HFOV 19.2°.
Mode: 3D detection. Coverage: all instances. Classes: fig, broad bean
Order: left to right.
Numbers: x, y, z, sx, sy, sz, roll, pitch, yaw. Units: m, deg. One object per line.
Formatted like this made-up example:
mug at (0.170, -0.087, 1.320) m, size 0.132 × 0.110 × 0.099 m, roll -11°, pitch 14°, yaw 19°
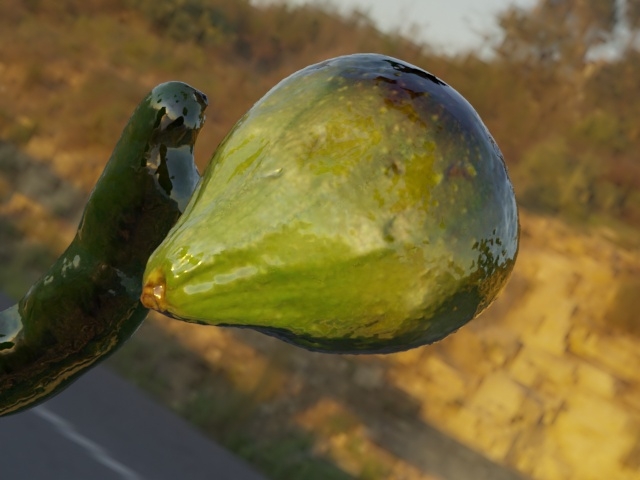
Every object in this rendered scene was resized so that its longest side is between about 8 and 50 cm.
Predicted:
broad bean at (-0.174, 0.024, 1.020) m, size 0.049 × 0.292 × 0.144 m, roll -79°, pitch 148°, yaw -72°
fig at (0.000, 0.000, 0.731) m, size 0.123 × 0.156 × 0.123 m, roll 36°, pitch -34°, yaw 29°
